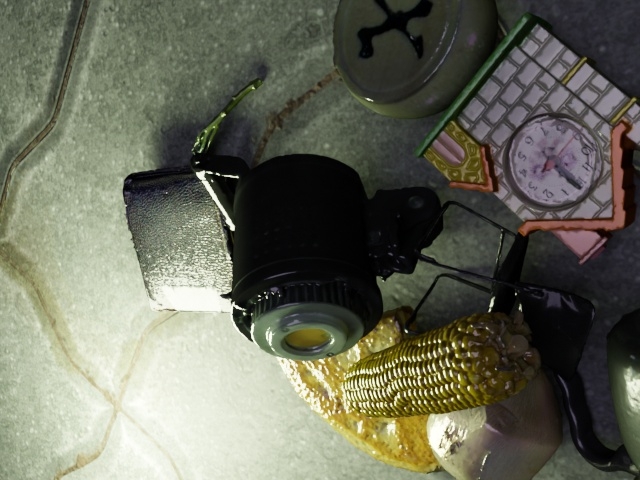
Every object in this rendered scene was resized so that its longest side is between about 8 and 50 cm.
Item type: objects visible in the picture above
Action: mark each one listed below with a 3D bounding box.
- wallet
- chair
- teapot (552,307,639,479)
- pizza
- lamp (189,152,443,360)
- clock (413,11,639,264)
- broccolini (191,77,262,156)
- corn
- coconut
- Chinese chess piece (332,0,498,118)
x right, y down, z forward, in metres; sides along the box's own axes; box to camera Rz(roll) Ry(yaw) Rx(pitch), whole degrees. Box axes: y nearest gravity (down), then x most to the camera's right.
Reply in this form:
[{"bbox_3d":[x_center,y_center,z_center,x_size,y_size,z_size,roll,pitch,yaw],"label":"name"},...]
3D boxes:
[{"bbox_3d":[-0.235,-0.001,1.243,0.220,0.071,0.262,-3,100,28],"label":"wallet"},{"bbox_3d":[0.236,0.064,0.892,0.221,0.145,0.140,18,130,22],"label":"chair"},{"bbox_3d":[0.399,0.227,0.788,0.305,0.223,0.285,3,106,29],"label":"teapot"},{"bbox_3d":[0.061,0.235,1.075,0.268,0.087,0.258,-13,95,34],"label":"pizza"},{"bbox_3d":[-0.033,0.028,0.974,0.374,0.205,0.272,4,55,22],"label":"lamp"},{"bbox_3d":[0.287,-0.111,0.865,0.255,0.106,0.220,46,118,18],"label":"clock"},{"bbox_3d":[-0.163,-0.196,1.170,0.194,0.052,0.054,-44,78,29],"label":"broccolini"},{"bbox_3d":[0.133,0.167,0.863,0.305,0.106,0.106,-32,79,49],"label":"corn"},{"bbox_3d":[0.231,0.231,0.916,0.171,0.171,0.183,35,120,23],"label":"coconut"},{"bbox_3d":[0.118,-0.275,0.930,0.237,0.092,0.238,-4,85,42],"label":"Chinese chess piece"}]
